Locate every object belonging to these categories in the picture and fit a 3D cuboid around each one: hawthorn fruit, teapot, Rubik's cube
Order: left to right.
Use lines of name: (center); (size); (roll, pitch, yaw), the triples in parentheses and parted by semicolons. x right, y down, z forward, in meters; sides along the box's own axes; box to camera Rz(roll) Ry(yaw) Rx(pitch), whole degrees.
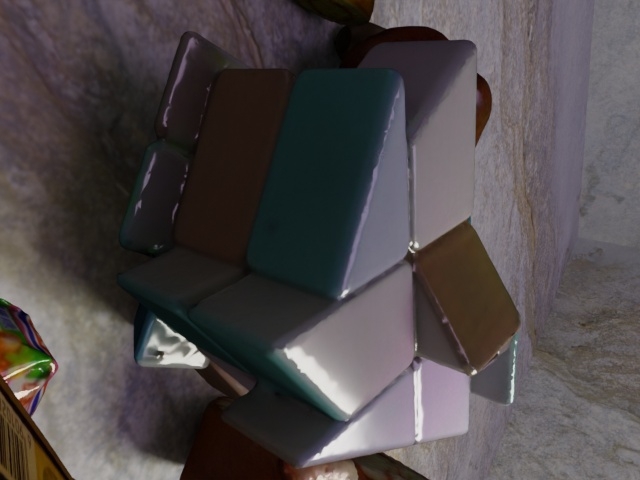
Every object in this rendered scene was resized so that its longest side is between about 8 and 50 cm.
Rubik's cube: (0.000, 0.000, 0.517); (0.368, 0.358, 0.387); (-28, 120, -42)
teapot: (0.055, -0.292, 0.801); (0.080, 0.085, 0.110); (3, 70, -35)
hawthorn fruit: (0.097, -0.164, 0.746); (0.208, 0.248, 0.207); (2, 85, -18)

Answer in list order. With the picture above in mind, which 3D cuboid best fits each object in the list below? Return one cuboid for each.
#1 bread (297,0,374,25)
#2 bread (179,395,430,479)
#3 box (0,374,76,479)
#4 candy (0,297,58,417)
bread: (0.029, -0.364, 0.671); (0.132, 0.103, 0.172); (2, 101, -57)
bread: (-0.005, 0.293, 0.679); (0.328, 0.295, 0.114); (27, 77, -25)
box: (-0.247, 0.159, 0.292); (0.193, 0.084, 0.301); (-13, 141, -18)
candy: (-0.337, 0.097, 0.295); (0.365, 0.124, 0.124); (-2, 104, -48)
